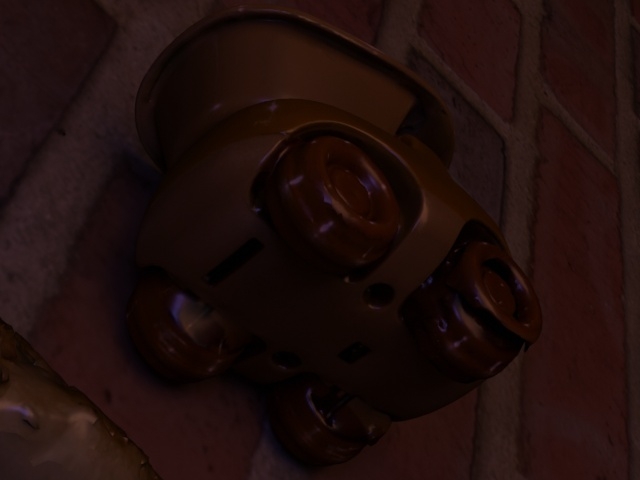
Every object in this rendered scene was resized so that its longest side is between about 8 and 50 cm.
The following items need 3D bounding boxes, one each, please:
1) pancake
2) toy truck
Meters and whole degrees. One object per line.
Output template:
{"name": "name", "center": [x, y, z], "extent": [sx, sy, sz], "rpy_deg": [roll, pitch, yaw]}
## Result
{"name": "pancake", "center": [-0.164, 0.043, 0.454], "extent": [0.356, 0.356, 0.065], "rpy_deg": [47, 70, -12]}
{"name": "toy truck", "center": [0.000, 0.000, 0.779], "extent": [0.288, 0.204, 0.211], "rpy_deg": [34, 37, -27]}
